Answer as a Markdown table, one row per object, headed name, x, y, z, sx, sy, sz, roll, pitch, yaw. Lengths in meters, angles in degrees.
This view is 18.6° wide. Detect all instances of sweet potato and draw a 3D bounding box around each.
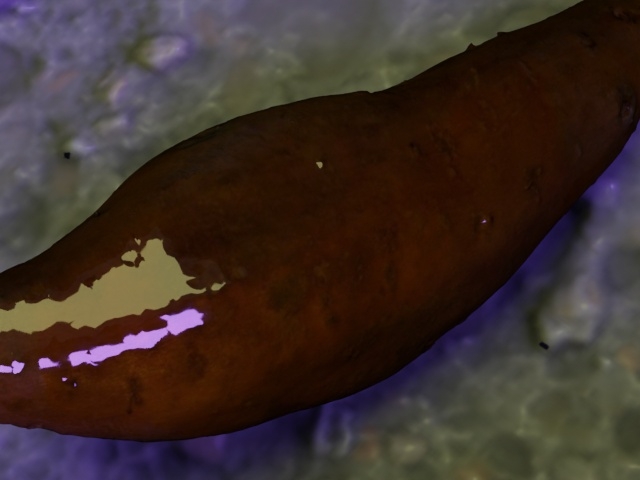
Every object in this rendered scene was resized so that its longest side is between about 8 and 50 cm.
| name | x | y | z | sx | sy | sz | roll | pitch | yaw |
| --- | --- | --- | --- | --- | --- | --- | --- | --- | --- |
| sweet potato | -0.003 | 0.003 | 0.723 | 0.359 | 0.112 | 0.112 | -21 | 57 | -22 |
